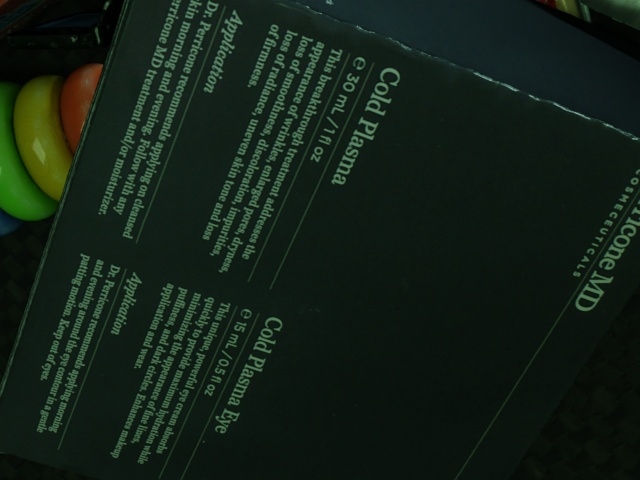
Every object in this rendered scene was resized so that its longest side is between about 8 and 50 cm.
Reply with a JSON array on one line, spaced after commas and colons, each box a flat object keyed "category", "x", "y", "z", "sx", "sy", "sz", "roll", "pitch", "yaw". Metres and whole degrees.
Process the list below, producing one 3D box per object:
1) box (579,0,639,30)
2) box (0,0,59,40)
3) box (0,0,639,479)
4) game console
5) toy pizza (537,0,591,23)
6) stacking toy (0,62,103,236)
[{"category": "box", "x": 0.340, "y": -0.187, "z": 0.629, "sx": 0.307, "sy": 0.076, "sz": 0.242, "roll": 27, "pitch": 112, "yaw": 5}, {"category": "box", "x": -0.244, "y": -0.195, "z": 0.720, "sx": 0.257, "sy": 0.122, "sz": 0.128, "roll": -24, "pitch": 101, "yaw": 27}, {"category": "box", "x": 0.000, "y": 0.000, "z": 0.685, "sx": 0.312, "sy": 0.179, "sz": 0.343, "roll": 20, "pitch": 120, "yaw": -11}, {"category": "game console", "x": -0.143, "y": -0.174, "z": 0.747, "sx": 0.107, "sy": 0.122, "sz": 0.071, "roll": 2, "pitch": 109, "yaw": 16}, {"category": "toy pizza", "x": 0.082, "y": -0.129, "z": 0.750, "sx": 0.201, "sy": 0.032, "sz": 0.201, "roll": 5, "pitch": 111, "yaw": 14}, {"category": "stacking toy", "x": -0.213, "y": -0.070, "z": 0.816, "sx": 0.330, "sy": 0.141, "sz": 0.141, "roll": -16, "pitch": 105, "yaw": 13}]
